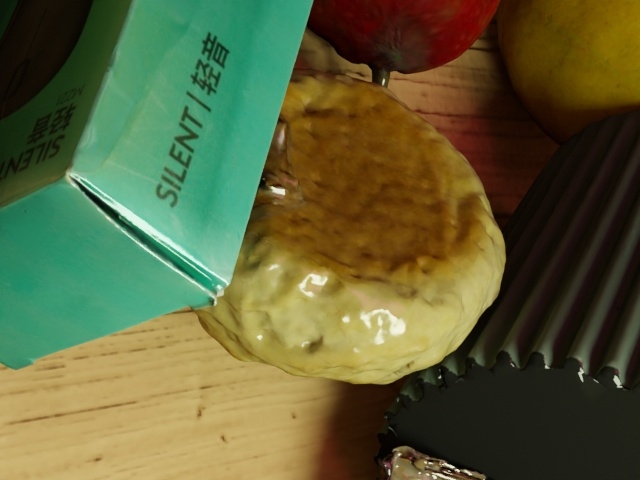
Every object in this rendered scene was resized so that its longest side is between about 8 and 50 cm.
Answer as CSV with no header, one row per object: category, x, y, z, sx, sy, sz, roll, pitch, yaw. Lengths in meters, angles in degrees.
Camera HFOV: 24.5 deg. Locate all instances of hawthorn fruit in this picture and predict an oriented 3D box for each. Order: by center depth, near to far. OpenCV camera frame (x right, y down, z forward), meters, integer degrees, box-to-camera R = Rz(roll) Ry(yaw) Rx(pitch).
hawthorn fruit,0.055,-0.218,1.126,0.190,0.189,0.251,21,81,-39

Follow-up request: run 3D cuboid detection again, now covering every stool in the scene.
stool,0.235,0.092,1.109,0.297,0.297,0.330,52,42,-19

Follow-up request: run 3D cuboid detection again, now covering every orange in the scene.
orange,0.293,-0.178,1.275,0.235,0.279,0.279,83,22,-52

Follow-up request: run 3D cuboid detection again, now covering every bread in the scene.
bread,0.000,0.000,0.979,0.244,0.134,0.244,15,46,-16

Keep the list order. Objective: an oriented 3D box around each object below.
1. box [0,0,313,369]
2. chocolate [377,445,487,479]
box,-0.119,-0.099,0.870,0.118,0.205,0.311,35,54,-30
chocolate,0.036,0.299,0.947,0.102,0.065,0.329,18,69,0
